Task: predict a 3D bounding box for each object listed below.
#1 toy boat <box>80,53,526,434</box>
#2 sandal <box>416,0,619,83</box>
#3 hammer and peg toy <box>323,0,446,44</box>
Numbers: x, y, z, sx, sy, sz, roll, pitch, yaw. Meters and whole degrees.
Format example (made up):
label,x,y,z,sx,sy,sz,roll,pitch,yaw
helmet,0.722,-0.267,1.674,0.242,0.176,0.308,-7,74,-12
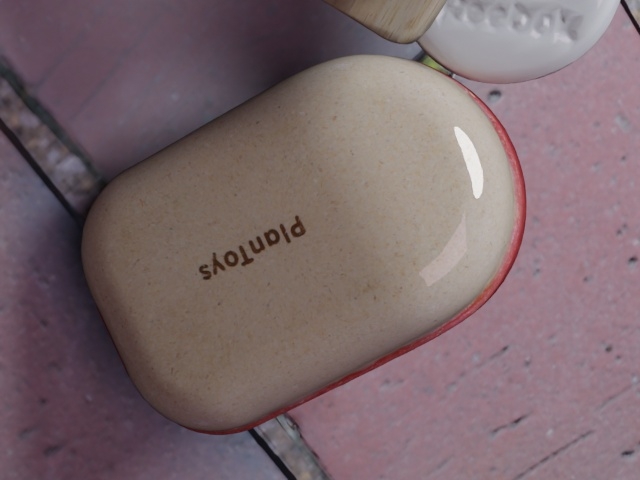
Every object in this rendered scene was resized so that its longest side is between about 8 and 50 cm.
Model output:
label,x,y,z,sx,sy,sz,roll,pitch,yaw
toy boat,0.000,0.000,0.941,0.231,0.151,0.151,-27,83,17
sandal,0.056,-0.285,0.908,0.169,0.102,0.416,-7,96,10
hammer and peg toy,0.033,-0.299,0.791,0.266,0.127,0.361,34,101,7
